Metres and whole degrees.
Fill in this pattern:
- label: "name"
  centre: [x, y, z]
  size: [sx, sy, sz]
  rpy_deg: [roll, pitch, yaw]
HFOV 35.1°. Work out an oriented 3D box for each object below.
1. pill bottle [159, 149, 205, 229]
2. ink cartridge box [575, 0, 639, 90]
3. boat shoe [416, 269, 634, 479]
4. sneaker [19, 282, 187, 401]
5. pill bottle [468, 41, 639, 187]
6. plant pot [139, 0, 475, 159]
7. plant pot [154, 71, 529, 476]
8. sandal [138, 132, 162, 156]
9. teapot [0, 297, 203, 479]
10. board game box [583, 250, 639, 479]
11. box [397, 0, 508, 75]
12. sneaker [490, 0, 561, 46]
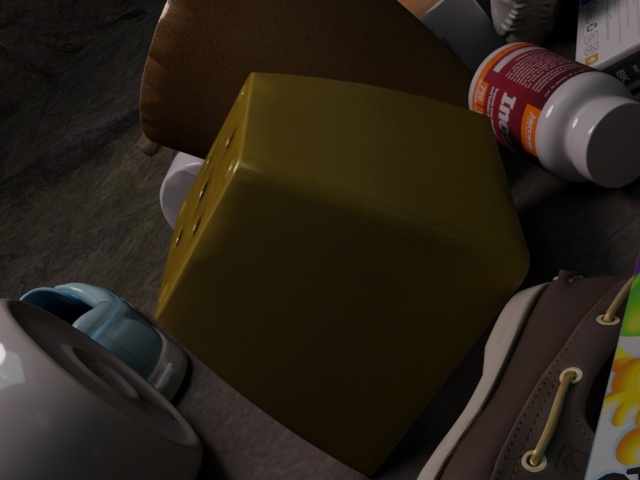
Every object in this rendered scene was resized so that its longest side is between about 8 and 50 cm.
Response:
- label: "pill bottle"
  centre: [-0.070, -0.122, 1.129]
  size: [0.161, 0.161, 0.283]
  rpy_deg: [-25, 32, 36]
- label: "ink cartridge box"
  centre: [0.313, -0.228, 0.844]
  size: [0.208, 0.045, 0.206]
  rpy_deg: [-28, 30, 36]
- label: "boat shoe"
  centre: [0.124, 0.126, 0.501]
  size: [0.096, 0.117, 0.324]
  rpy_deg: [-23, 22, 37]
- label: "sneaker"
  centre: [-0.274, 0.094, 1.124]
  size: [0.135, 0.150, 0.366]
  rpy_deg: [-54, 26, -20]
- label: "pill bottle"
  centre: [0.186, -0.096, 0.781]
  size: [0.086, 0.086, 0.152]
  rpy_deg: [-45, 32, 0]
- label: "plant pot"
  centre: [0.008, -0.139, 0.910]
  size: [0.237, 0.254, 0.237]
  rpy_deg: [-61, -8, -14]
- label: "plant pot"
  centre: [0.000, 0.000, 0.728]
  size: [0.212, 0.187, 0.212]
  rpy_deg: [-57, 17, 30]
- label: "sandal"
  centre: [-0.153, -0.153, 1.042]
  size: [0.180, 0.049, 0.072]
  rpy_deg: [-42, 20, 44]
- label: "teapot"
  centre: [-0.238, 0.180, 0.844]
  size: [0.187, 0.252, 0.256]
  rpy_deg: [-52, -7, -2]
- label: "board game box"
  centre: [0.210, 0.089, 0.407]
  size: [0.142, 0.144, 0.275]
  rpy_deg: [-17, 38, 44]
- label: "box"
  centre: [0.108, -0.225, 1.098]
  size: [0.130, 0.091, 0.170]
  rpy_deg: [-39, 26, 12]
- label: "sneaker"
  centre: [0.202, -0.232, 0.951]
  size: [0.090, 0.115, 0.232]
  rpy_deg: [1, 19, 9]
